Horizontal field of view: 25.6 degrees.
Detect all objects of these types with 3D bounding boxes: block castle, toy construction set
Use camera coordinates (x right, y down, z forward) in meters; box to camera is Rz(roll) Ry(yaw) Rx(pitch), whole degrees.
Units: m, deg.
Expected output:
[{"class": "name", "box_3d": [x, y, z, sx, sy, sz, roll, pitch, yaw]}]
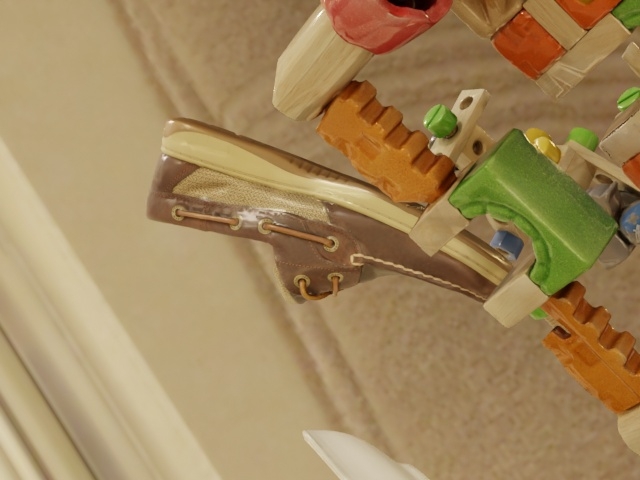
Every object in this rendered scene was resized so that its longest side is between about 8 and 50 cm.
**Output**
[{"class": "block castle", "box_3d": [0.219, -0.092, 1.059, 0.303, 0.453, 0.213, -48, 2, -42]}, {"class": "toy construction set", "box_3d": [0.264, -0.109, 1.644, 0.309, 0.237, 0.257, -46, 23, 5]}]

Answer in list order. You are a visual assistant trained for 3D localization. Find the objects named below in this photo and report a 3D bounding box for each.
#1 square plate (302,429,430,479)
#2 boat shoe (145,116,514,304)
[{"class": "square plate", "box_3d": [0.159, 0.285, 0.953, 0.049, 0.347, 0.344, -44, 24, -8]}, {"class": "boat shoe", "box_3d": [0.000, 0.000, 1.248, 0.123, 0.342, 0.123, -2, -67, -78]}]
